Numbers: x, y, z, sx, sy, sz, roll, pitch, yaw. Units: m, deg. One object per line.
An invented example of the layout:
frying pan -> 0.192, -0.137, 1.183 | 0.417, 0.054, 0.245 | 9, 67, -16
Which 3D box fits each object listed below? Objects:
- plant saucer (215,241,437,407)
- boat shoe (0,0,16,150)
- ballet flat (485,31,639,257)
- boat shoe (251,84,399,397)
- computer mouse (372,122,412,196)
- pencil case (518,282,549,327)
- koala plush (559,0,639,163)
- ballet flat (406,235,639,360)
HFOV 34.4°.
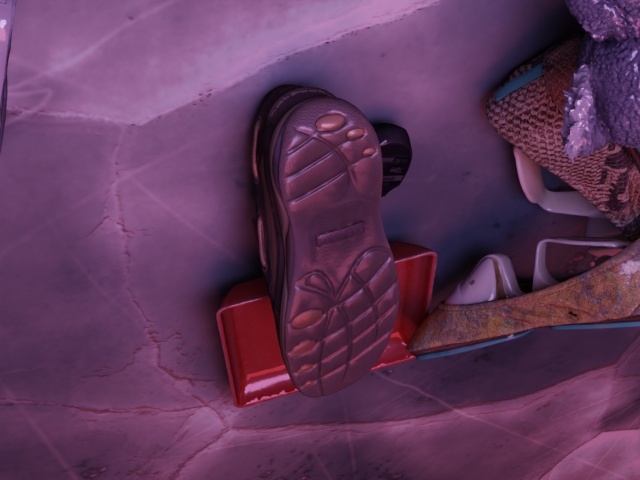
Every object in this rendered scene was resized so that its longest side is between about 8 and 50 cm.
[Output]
plant saucer -> 0.005, 0.098, 1.252 | 0.258, 0.048, 0.259 | -15, 148, -9
boat shoe -> -0.306, -0.116, 0.873 | 0.075, 0.083, 0.226 | 8, 122, -16
ballet flat -> 0.347, -0.062, 1.188 | 0.182, 0.164, 0.482 | -21, 141, 35
boat shoe -> 0.000, 0.000, 1.058 | 0.132, 0.130, 0.356 | -12, 125, -18
computer mouse -> 0.033, -0.046, 1.134 | 0.071, 0.041, 0.242 | -3, 144, -28
pencil case -> 0.287, 0.084, 1.370 | 0.151, 0.065, 0.070 | 1, 152, -26
koala plush -> 0.271, -0.181, 0.887 | 0.196, 0.203, 0.221 | -6, 101, -15
ballet flat -> 0.245, 0.059, 1.194 | 0.348, 0.123, 0.123 | -14, 150, 36
